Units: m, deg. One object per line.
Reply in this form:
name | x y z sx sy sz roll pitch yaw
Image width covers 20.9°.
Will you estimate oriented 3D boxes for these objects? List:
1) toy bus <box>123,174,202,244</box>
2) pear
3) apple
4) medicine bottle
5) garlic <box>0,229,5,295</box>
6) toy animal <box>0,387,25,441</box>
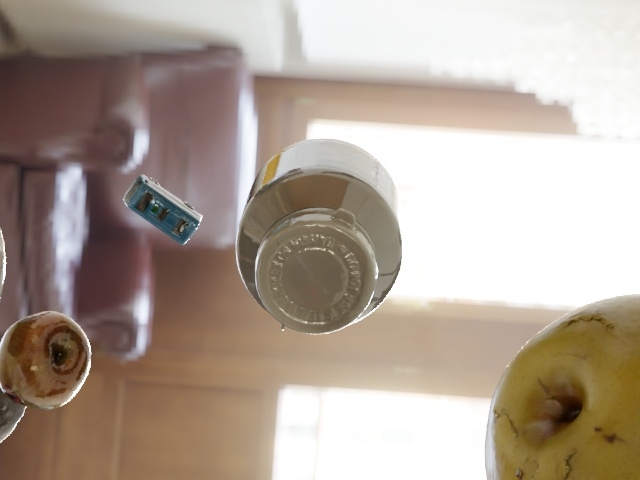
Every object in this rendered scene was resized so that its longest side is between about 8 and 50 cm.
toy bus | -0.170 -0.033 1.872 0.038 0.083 0.046 -53 -170 8
pear | 0.336 0.219 1.736 0.348 0.348 0.348 4 90 -87
apple | -0.237 0.102 1.479 0.071 0.084 0.084 -10 -104 46
medicine bottle | 0.000 0.000 1.410 0.215 0.135 0.135 -83 176 -75
garlic | -0.312 0.006 1.440 0.128 0.090 0.198 76 30 -49
toy animal | -0.420 0.293 1.925 0.081 0.206 0.367 -93 -168 -76
